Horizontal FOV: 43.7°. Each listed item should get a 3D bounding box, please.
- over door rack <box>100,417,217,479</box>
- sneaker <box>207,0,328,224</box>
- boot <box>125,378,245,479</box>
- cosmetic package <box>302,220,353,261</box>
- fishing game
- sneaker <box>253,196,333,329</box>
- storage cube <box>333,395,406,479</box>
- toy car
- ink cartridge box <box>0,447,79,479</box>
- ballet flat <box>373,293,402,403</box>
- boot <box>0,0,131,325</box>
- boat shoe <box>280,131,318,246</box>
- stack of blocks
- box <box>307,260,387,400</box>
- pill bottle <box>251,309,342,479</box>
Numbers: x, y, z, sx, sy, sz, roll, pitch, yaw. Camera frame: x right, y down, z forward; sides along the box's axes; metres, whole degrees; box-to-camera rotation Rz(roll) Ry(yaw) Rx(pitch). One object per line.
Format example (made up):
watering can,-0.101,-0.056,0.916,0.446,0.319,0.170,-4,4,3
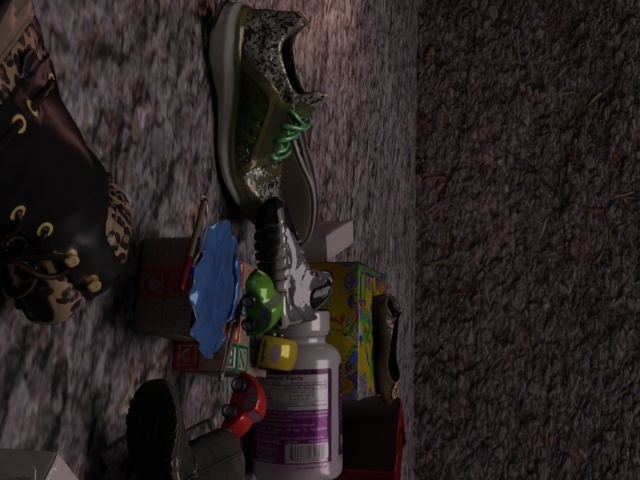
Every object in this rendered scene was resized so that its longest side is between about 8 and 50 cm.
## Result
over door rack,-0.199,0.412,1.061,0.239,0.108,0.324,25,50,-73
sneaker,-0.077,-0.210,1.375,0.158,0.182,0.410,-54,141,-65
boot,-0.159,0.261,1.014,0.208,0.076,0.189,7,81,-67
cosmetic package,0.000,0.000,1.779,0.239,0.099,0.060,-30,117,-71
fishing game,-0.146,0.060,1.051,0.264,0.041,0.189,78,19,-58
sneaker,-0.040,0.037,1.396,0.132,0.086,0.228,-3,93,-33
storage cube,0.099,0.488,1.878,0.193,0.215,0.183,77,18,-52
toy car,-0.082,0.150,1.183,0.239,0.053,0.225,-55,151,-59
ink cartridge box,-0.285,0.266,0.762,0.090,0.092,0.143,-74,155,-45
ballet flat,0.152,0.235,1.719,0.084,0.058,0.250,-35,123,-71
boot,-0.295,-0.022,0.699,0.284,0.138,0.377,71,18,-46
boat shoe,-0.060,-0.155,1.564,0.095,0.112,0.335,-52,134,-59
stack of blocks,-0.167,0.111,1.199,0.297,0.087,0.171,41,49,-69
box,0.035,0.199,1.737,0.290,0.177,0.279,29,61,-72
pill bottle,-0.044,0.279,1.467,0.169,0.169,0.301,14,75,-74
